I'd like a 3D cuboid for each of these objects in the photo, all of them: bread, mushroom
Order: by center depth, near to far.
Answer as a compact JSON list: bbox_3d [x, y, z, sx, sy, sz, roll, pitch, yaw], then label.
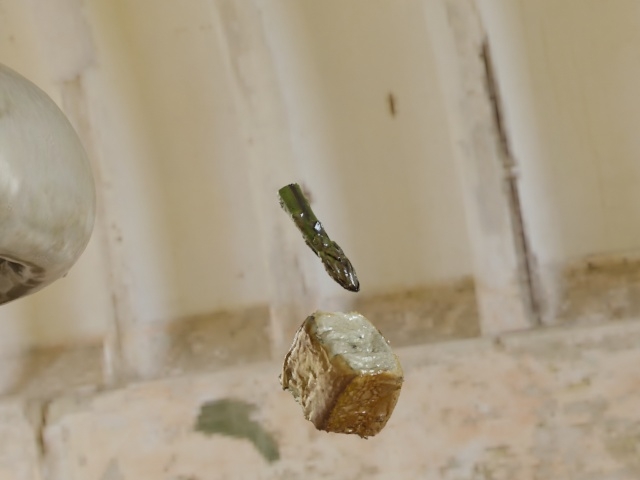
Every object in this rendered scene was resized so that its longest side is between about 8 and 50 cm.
[{"bbox_3d":[-0.315,0.006,1.033,0.297,0.290,0.297,-4,-16,-1],"label":"mushroom"},{"bbox_3d":[0.021,0.102,1.078,0.076,0.083,0.070,6,-56,-38],"label":"bread"}]

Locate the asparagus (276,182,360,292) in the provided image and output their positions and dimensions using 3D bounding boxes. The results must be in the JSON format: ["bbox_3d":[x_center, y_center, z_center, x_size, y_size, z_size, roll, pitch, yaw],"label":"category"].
[{"bbox_3d":[0.000,0.000,1.703,0.036,0.165,0.030,-19,-25,-42],"label":"asparagus"}]
